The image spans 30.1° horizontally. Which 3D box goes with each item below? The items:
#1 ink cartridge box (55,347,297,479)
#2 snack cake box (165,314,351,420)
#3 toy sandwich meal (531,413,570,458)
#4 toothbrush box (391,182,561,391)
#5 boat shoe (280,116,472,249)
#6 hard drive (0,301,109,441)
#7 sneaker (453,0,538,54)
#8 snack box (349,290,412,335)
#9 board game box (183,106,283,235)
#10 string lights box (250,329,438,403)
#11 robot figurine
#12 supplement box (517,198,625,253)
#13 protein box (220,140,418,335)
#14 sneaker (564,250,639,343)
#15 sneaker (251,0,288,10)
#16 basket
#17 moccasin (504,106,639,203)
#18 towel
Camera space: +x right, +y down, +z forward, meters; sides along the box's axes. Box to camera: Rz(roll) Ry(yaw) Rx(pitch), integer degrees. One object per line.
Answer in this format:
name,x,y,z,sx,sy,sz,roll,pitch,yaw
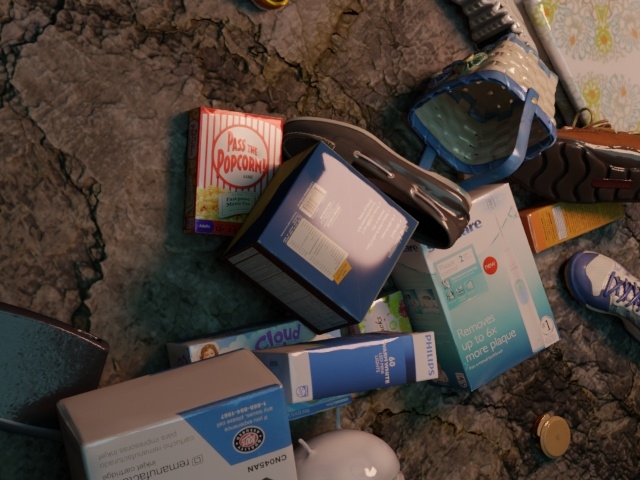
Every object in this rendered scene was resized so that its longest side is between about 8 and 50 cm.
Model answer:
ink cartridge box,-0.179,0.388,1.667,0.285,0.166,0.395,-15,110,-20
snack cake box,-0.093,0.205,1.841,0.264,0.089,0.152,-12,95,-31
toy sandwich meal,0.421,0.358,2.180,0.085,0.029,0.085,0,89,-36
toothbrush box,0.254,0.077,2.034,0.216,0.126,0.295,-24,99,-29
boat shoe,0.080,-0.091,1.875,0.335,0.112,0.095,25,49,0
hard drive,-0.426,0.179,1.662,0.255,0.054,0.172,22,77,-28
sneaker,0.303,-0.422,2.102,0.292,0.110,0.118,51,56,-19
snack box,0.106,0.165,1.992,0.100,0.037,0.141,-21,99,-29
board game box,-0.135,-0.102,1.853,0.147,0.045,0.193,4,86,-31
string lights box,0.032,0.185,1.788,0.260,0.133,0.076,-5,89,-31
robot figurine,0.050,0.445,1.851,0.300,0.200,0.353,-38,112,-69
supplement box,0.448,-0.043,2.183,0.233,0.078,0.080,-22,99,-29
protein box,0.000,0.000,1.799,0.201,0.136,0.200,39,63,-16
sneaker,0.591,0.104,2.233,0.296,0.131,0.112,30,75,-25
sneaker,-0.121,-0.424,1.863,0.175,0.067,0.064,27,76,-26
basket,0.259,-0.184,1.982,0.201,0.255,0.289,37,52,-27
moccasin,0.499,-0.151,2.135,0.380,0.147,0.139,0,122,-5
towel,0.543,-0.372,2.252,0.320,0.090,0.374,-37,106,-24
